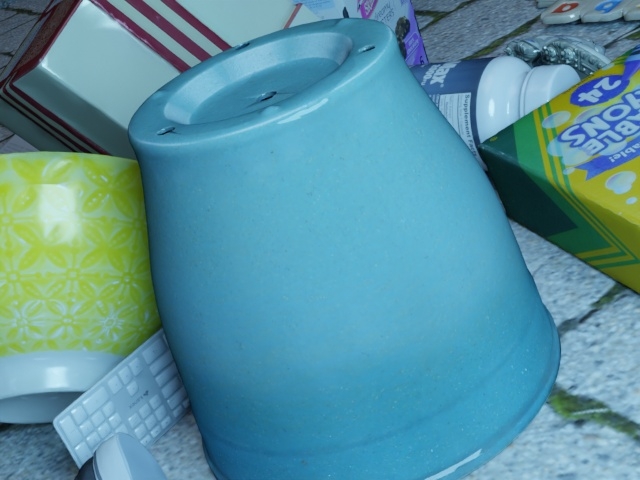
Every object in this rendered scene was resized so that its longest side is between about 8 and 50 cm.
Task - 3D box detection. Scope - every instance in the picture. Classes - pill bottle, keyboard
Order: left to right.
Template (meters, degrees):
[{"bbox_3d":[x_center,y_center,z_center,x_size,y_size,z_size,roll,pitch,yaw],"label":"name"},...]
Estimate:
[{"bbox_3d":[-0.099,0.088,0.845,0.014,0.072,0.256,10,40,41],"label":"keyboard"},{"bbox_3d":[0.150,-0.118,1.009,0.180,0.108,0.108,1,34,37],"label":"pill bottle"}]

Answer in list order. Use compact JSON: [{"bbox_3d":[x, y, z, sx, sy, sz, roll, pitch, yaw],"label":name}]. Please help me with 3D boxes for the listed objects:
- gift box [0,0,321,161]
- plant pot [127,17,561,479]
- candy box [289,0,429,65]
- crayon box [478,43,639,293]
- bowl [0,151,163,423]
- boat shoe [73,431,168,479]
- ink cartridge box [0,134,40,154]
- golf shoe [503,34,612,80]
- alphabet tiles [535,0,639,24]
[{"bbox_3d":[-0.164,-0.170,1.120,0.255,0.258,0.276,-60,23,-16],"label":"gift box"},{"bbox_3d":[0.000,0.000,0.732,0.272,0.255,0.271,-17,27,9],"label":"plant pot"},{"bbox_3d":[0.044,-0.241,1.221,0.070,0.196,0.165,-2,32,31],"label":"candy box"},{"bbox_3d":[0.286,-0.053,0.793,0.203,0.083,0.323,-32,28,-8],"label":"crayon box"},{"bbox_3d":[-0.219,0.058,0.860,0.290,0.289,0.156,-14,69,16],"label":"bowl"},{"bbox_3d":[-0.125,0.201,0.653,0.076,0.080,0.228,-40,30,1],"label":"boat shoe"},{"bbox_3d":[-0.306,-0.092,1.374,0.385,0.091,0.308,-50,35,-15],"label":"ink cartridge box"},{"bbox_3d":[0.266,-0.187,1.106,0.086,0.069,0.176,-22,26,-15],"label":"golf shoe"},{"bbox_3d":[0.409,-0.325,1.306,0.284,0.021,0.278,9,39,46],"label":"alphabet tiles"}]
